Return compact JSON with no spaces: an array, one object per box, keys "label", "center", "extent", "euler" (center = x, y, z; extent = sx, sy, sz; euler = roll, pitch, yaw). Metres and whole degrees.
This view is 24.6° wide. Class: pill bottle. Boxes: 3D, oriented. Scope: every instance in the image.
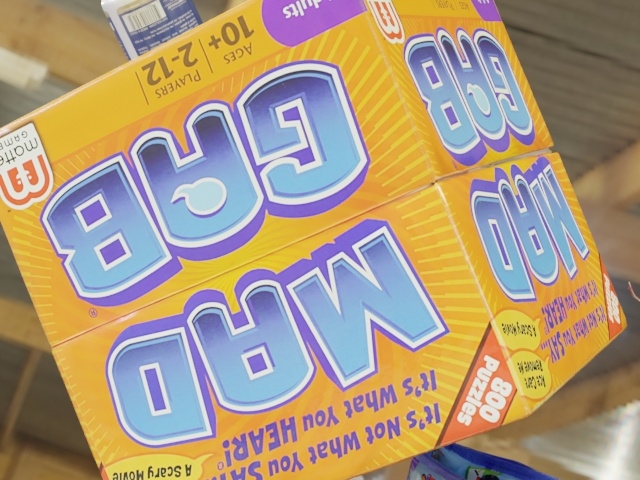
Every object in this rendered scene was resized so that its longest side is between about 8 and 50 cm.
[{"label":"pill bottle","center":[-0.167,-0.210,1.637],"extent":[0.094,0.094,0.169],"euler":[-4,-63,48]}]

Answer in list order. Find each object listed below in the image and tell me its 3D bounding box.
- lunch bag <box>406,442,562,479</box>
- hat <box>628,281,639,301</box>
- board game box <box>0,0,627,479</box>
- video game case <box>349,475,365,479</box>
[{"label":"lunch bag","center":[0.148,0.312,1.271],"extent":[0.138,0.221,0.293],"euler":[-2,14,-40]},{"label":"hat","center":[0.467,0.132,1.597],"extent":[0.208,0.173,0.183],"euler":[-14,-27,14]},{"label":"board game box","center":[0.000,0.000,1.253],"extent":[0.356,0.356,0.356],"euler":[-23,-2,24]},{"label":"video game case","center":[0.001,0.248,1.126],"extent":[0.087,0.122,0.011],"euler":[59,5,16]}]
